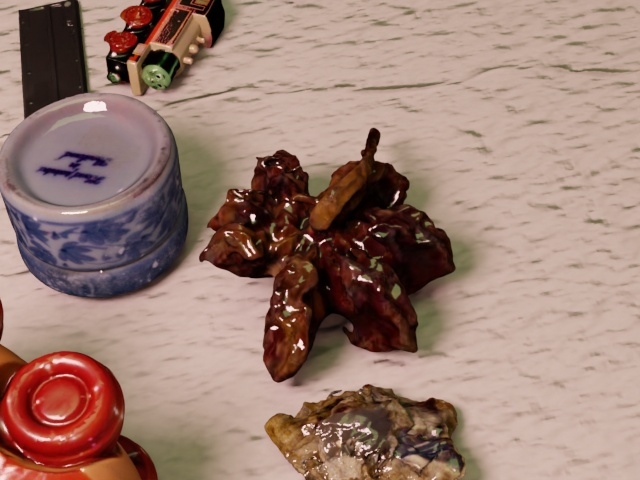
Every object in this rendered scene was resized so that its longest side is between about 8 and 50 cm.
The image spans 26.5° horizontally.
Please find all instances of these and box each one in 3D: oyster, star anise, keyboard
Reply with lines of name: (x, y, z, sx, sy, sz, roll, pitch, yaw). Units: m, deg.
oyster: (0.030, 0.141, 0.992, 0.148, 0.051, 0.103, -9, 41, 11)
star anise: (0.000, 0.000, 1.071, 0.190, 0.126, 0.220, -22, 54, -8)
keyboard: (-0.256, -0.165, 1.307, 0.063, 0.010, 0.198, -11, 49, -2)

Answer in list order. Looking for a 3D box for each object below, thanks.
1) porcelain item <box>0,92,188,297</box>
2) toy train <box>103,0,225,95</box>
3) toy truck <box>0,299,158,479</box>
porcelain item: (-0.184, -0.035, 1.119, 0.147, 0.114, 0.147, -2, 47, 3)
toy train: (-0.151, -0.193, 1.296, 0.087, 0.050, 0.138, 15, 53, 13)
toy truck: (-0.247, 0.171, 0.907, 0.265, 0.189, 0.239, 33, 65, 22)
